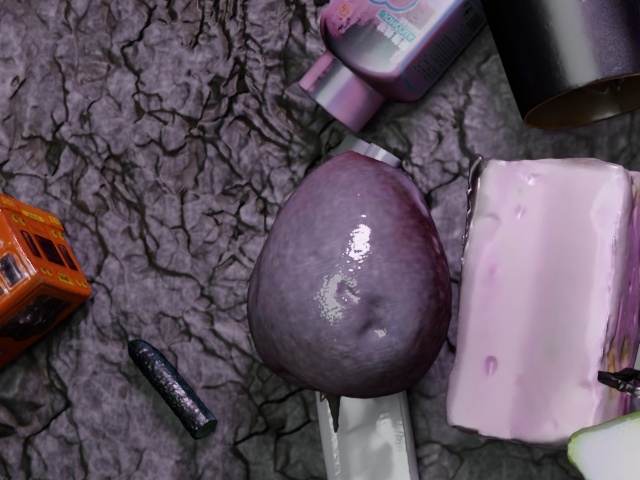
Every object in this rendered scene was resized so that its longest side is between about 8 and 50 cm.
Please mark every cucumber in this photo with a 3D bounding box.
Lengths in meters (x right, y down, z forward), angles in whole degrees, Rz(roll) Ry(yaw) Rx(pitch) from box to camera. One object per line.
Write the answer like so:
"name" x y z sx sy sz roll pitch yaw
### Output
"cucumber" -0.157 0.149 1.525 0.032 0.032 0.133 -47 64 7

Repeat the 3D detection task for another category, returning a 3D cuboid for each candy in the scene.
"candy" 0.208 0.058 1.341 0.156 0.116 0.265 2 79 23

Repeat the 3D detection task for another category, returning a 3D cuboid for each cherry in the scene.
"cherry" 0.026 0.049 1.337 0.213 0.184 0.265 176 96 -68

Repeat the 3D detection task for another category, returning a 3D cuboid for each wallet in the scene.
"wallet" 0.043 0.177 1.432 0.095 0.033 0.189 -11 75 19

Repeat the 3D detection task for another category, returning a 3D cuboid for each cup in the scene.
"cup" 0.267 -0.219 1.353 0.239 0.166 0.176 -17 76 20

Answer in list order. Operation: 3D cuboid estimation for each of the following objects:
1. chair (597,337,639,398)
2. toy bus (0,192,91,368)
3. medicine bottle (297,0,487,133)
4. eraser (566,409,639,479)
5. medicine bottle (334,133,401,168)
"chair" 0.313 0.086 1.230 0.106 0.229 0.113 13 87 24
"toy bus" -0.417 0.095 1.587 0.329 0.143 0.153 -37 68 10
"medicine bottle" 0.066 -0.203 1.471 0.119 0.094 0.188 44 97 24
"eraser" 0.293 0.241 1.178 0.092 0.274 0.210 -25 69 18
"medicine bottle" 0.000 0.000 1.478 0.092 0.061 0.220 33 92 45
